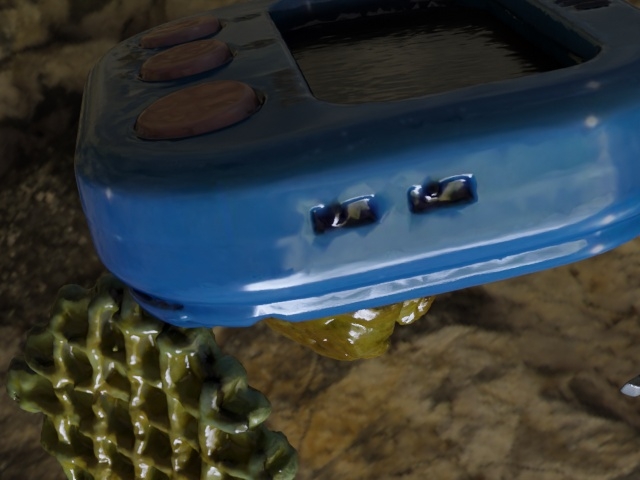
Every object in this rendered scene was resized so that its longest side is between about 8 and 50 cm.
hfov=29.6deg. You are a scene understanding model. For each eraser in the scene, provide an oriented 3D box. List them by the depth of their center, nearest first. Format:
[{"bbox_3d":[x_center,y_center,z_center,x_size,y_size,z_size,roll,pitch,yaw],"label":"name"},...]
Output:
[{"bbox_3d":[0.354,0.136,1.249,0.099,0.027,0.019,-25,-113,-20],"label":"eraser"}]

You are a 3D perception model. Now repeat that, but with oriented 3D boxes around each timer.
[{"bbox_3d":[0.026,-0.067,0.672,0.309,0.115,0.340,-13,-157,-4],"label":"timer"}]

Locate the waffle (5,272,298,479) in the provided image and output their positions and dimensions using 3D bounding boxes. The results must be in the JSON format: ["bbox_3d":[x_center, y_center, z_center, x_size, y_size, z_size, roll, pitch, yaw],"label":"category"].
[{"bbox_3d":[-0.110,0.123,0.817,0.054,0.204,0.223,-34,-90,-48],"label":"waffle"}]

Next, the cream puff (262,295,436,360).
[{"bbox_3d":[-0.004,0.016,1.207,0.196,0.244,0.244,-31,-101,-21],"label":"cream puff"}]
